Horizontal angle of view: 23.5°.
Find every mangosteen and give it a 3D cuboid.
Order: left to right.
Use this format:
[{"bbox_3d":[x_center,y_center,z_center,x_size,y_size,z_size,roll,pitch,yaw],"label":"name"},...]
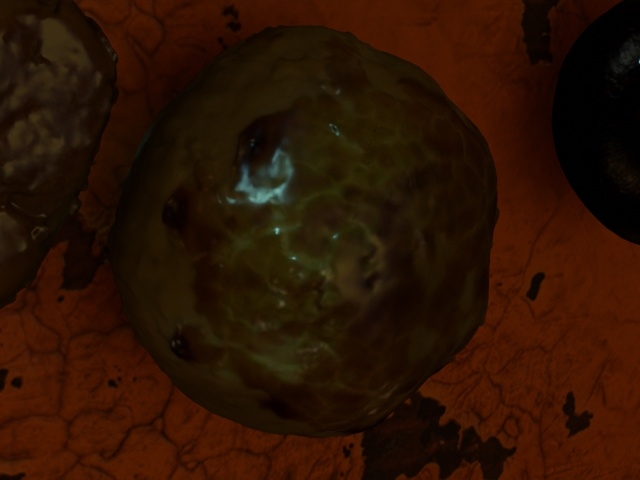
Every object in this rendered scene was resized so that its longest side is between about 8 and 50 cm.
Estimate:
[{"bbox_3d":[0.422,-0.138,1.732,0.347,0.306,0.307,-14,120,-69],"label":"mangosteen"}]

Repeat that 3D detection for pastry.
[{"bbox_3d":[-0.306,-0.078,1.238,0.255,0.162,0.311,36,85,-40],"label":"pastry"},{"bbox_3d":[0.000,0.000,1.417,0.388,0.312,0.389,-20,122,-34],"label":"pastry"}]
